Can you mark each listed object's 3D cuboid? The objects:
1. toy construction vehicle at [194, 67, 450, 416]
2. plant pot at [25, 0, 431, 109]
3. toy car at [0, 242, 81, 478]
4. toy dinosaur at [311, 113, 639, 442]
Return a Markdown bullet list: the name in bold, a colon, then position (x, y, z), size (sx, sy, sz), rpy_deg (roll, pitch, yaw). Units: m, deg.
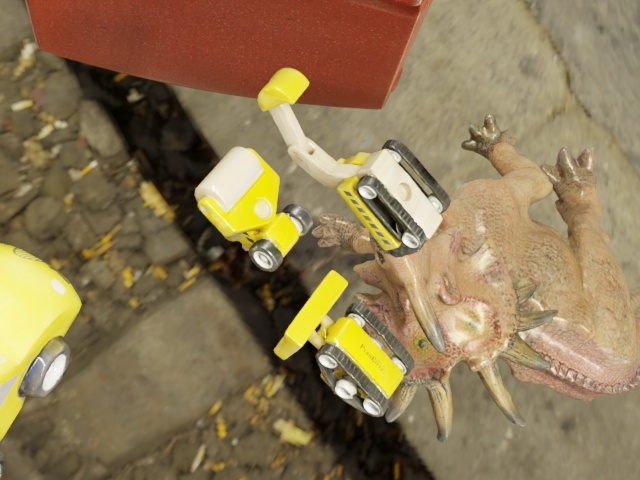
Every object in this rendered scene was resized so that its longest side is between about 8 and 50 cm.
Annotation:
- **toy construction vehicle**: position (0.000, 0.000, 0.498), size (0.098, 0.086, 0.035), rpy_deg (46, 145, -18)
- **plant pot**: position (-0.021, -0.229, 0.894), size (0.236, 0.267, 0.267), rpy_deg (24, 75, 1)
- **toy car**: position (-0.188, 0.119, 0.473), size (0.225, 0.053, 0.239), rpy_deg (-5, 76, 5)
- **toy dinosaur**: position (0.118, 0.037, 0.829), size (0.296, 0.200, 0.127), rpy_deg (18, 121, -24)
